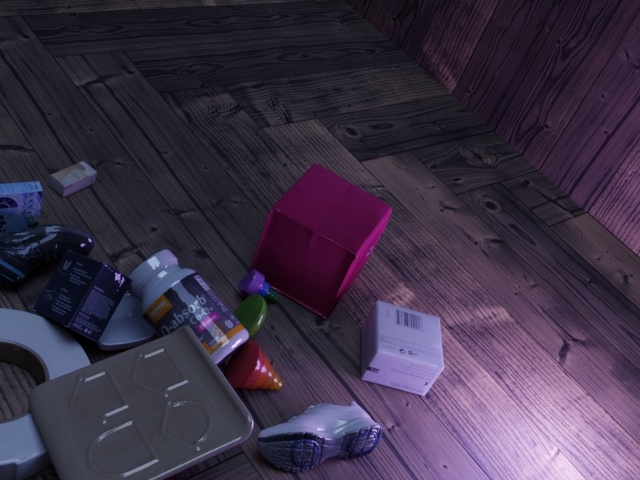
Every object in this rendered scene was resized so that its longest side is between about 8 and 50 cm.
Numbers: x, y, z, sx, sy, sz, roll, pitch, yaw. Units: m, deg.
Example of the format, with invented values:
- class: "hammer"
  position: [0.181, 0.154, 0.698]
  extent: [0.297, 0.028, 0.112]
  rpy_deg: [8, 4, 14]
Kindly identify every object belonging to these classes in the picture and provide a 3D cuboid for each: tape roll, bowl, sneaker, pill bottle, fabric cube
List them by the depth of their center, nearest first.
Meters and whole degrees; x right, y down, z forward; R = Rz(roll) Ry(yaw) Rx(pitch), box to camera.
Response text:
- class: "tape roll"
  position: [-0.656, 0.302, 1.594]
  extent: [0.391, 0.072, 0.392]
  rpy_deg: [14, 39, -12]
- class: "sneaker"
  position: [-0.012, 0.428, 1.767]
  extent: [0.297, 0.111, 0.129]
  rpy_deg: [2, 28, -30]
- class: "pill bottle"
  position: [-0.306, 0.165, 1.799]
  extent: [0.278, 0.162, 0.162]
  rpy_deg: [48, 43, 5]
- class: "bowl"
  position: [-0.463, 0.195, 1.825]
  extent: [0.141, 0.053, 0.142]
  rpy_deg: [-7, 47, -32]
- class: "sneaker"
  position: [-0.699, 0.042, 1.860]
  extent: [0.340, 0.125, 0.140]
  rpy_deg: [-4, 74, -34]
- class: "fabric cube"
  position: [0.000, 0.000, 2.119]
  extent: [0.259, 0.254, 0.258]
  rpy_deg: [30, 39, 7]

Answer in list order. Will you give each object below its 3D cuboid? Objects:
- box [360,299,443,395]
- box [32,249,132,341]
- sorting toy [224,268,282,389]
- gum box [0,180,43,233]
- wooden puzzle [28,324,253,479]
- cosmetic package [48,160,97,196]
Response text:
- class: "box"
  position: [0.204, 0.272, 2.017]
  extent: [0.180, 0.119, 0.182]
  rpy_deg: [16, 40, -10]
- class: "box"
  position: [-0.524, 0.120, 1.745]
  extent: [0.155, 0.158, 0.093]
  rpy_deg: [15, -17, 42]
- class: "sorting toy"
  position: [-0.141, 0.230, 1.931]
  extent: [0.126, 0.127, 0.366]
  rpy_deg: [36, 31, -28]
- class: "gum box"
  position: [-0.765, -0.065, 1.887]
  extent: [0.184, 0.157, 0.041]
  rpy_deg: [-8, 48, -32]
- class: "wooden puzzle"
  position: [-0.346, 0.343, 1.522]
  extent: [0.347, 0.081, 0.322]
  rpy_deg: [-24, 44, -23]
- class: "cosmetic package"
  position: [-0.669, -0.167, 2.143]
  extent: [0.060, 0.041, 0.115]
  rpy_deg: [36, 40, 14]
